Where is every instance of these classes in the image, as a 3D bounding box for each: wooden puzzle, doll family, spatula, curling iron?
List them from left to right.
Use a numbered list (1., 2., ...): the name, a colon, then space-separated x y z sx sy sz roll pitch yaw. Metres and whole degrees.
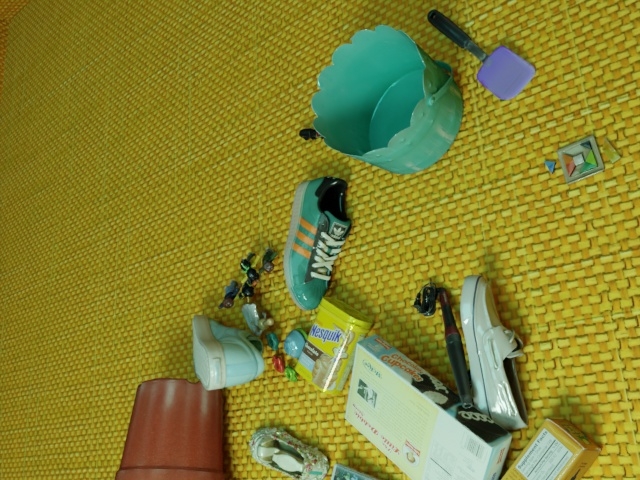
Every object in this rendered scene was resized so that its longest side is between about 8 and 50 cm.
1. doll family: -0.174 0.093 1.548 0.193 0.076 0.111 -59 17 16
2. curling iron: 0.227 0.184 1.175 0.068 0.035 0.274 -35 39 19
3. spatula: 0.304 -0.386 1.313 0.084 0.030 0.296 -52 51 21
4. wooden puzzle: 0.449 -0.141 1.130 0.116 0.014 0.079 -31 59 32

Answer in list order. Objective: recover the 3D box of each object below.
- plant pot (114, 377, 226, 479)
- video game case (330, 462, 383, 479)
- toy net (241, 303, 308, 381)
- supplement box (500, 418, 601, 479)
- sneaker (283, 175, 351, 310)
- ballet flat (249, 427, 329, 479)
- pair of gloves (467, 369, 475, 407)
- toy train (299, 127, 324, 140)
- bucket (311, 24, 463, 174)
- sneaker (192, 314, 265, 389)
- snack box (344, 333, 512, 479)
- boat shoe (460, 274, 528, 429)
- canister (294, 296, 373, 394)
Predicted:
1. plant pot: -0.337 0.469 1.510 0.272 0.272 0.265 -20 58 36
2. video game case: 0.082 0.545 1.241 0.173 0.022 0.190 12 87 29
3. toy net: -0.106 0.222 1.510 0.232 0.045 0.122 34 131 44
4. supplement box: 0.338 0.395 1.041 0.233 0.078 0.080 -57 46 13
5. sneaker: 0.000 0.000 1.426 0.121 0.108 0.302 -11 70 44
6. ballet flat: -0.085 0.455 1.400 0.241 0.077 0.091 1 80 42
7. pair of gloves: 0.264 0.269 1.149 0.010 0.074 0.083 -2 73 7
8. toy train: 0.010 -0.256 1.534 0.158 0.036 0.027 2 80 42
9. bucket: 0.141 -0.274 1.325 0.281 0.183 0.281 -12 71 38
10. sneaker: -0.216 0.260 1.529 0.366 0.150 0.135 -149 61 -70
11. snack box: 0.176 0.330 1.167 0.322 0.060 0.187 34 127 41
12. boat shoe: 0.302 0.188 1.118 0.088 0.096 0.268 -12 73 32
13. canister: 0.025 0.220 1.369 0.126 0.073 0.170 29 99 43
